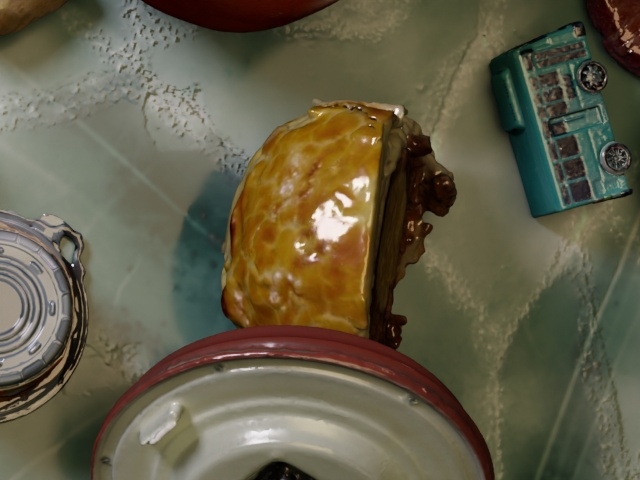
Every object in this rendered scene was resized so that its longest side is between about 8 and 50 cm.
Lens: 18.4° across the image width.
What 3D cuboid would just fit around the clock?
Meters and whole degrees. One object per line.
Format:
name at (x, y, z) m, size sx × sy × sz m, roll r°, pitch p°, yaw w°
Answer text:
clock at (-0.022, 0.194, 1.553) m, size 0.318 × 0.318 × 0.080 m, roll 20°, pitch 40°, yaw -12°

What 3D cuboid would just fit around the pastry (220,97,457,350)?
pastry at (-0.003, 0.006, 1.609) m, size 0.170 × 0.237 × 0.256 m, roll 13°, pitch 84°, yaw 15°

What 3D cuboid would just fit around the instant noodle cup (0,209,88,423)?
instant noodle cup at (-0.265, 0.058, 1.577) m, size 0.177 × 0.125 × 0.208 m, roll 33°, pitch 78°, yaw -10°

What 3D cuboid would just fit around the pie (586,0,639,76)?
pie at (0.315, -0.218, 1.803) m, size 0.153 × 0.038 × 0.153 m, roll 2°, pitch 83°, yaw -16°

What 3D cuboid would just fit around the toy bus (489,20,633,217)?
toy bus at (0.209, -0.105, 1.743) m, size 0.092 × 0.079 × 0.160 m, roll -15°, pitch 90°, yaw -15°

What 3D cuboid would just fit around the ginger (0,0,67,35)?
ginger at (-0.292, -0.216, 1.625) m, size 0.190 × 0.069 × 0.095 m, roll 14°, pitch 86°, yaw -14°

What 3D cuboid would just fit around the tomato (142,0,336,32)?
tomato at (-0.069, -0.321, 1.576) m, size 0.325 × 0.293 × 0.290 m, roll 38°, pitch 77°, yaw -24°
